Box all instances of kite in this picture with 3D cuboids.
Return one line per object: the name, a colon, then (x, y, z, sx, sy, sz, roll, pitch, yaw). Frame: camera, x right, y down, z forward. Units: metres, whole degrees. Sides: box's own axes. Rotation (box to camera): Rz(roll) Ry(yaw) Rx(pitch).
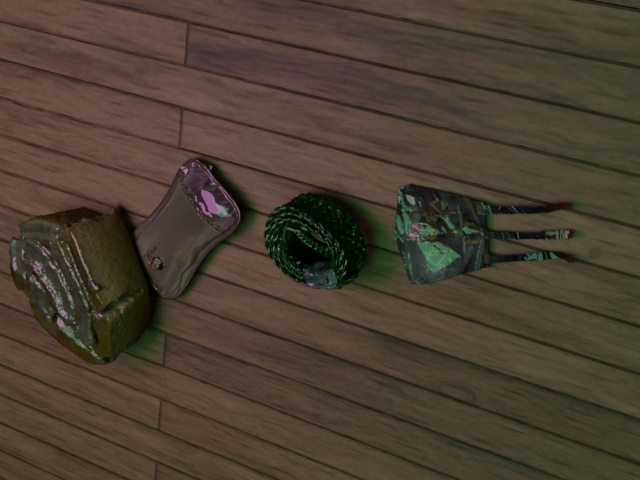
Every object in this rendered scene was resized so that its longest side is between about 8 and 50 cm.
kite: (0.208, -0.008, 1.233, 0.245, 0.015, 0.141, 0, 108, 31)

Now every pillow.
pillow: (-0.210, -0.015, 1.430, 0.131, 0.038, 0.233, 51, 123, 9)

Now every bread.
bread: (-0.367, 0.067, 1.485, 0.186, 0.124, 0.257, -29, 91, 37)

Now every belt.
belt: (0.000, 0.000, 1.311, 0.151, 0.079, 0.121, 28, 128, 29)
